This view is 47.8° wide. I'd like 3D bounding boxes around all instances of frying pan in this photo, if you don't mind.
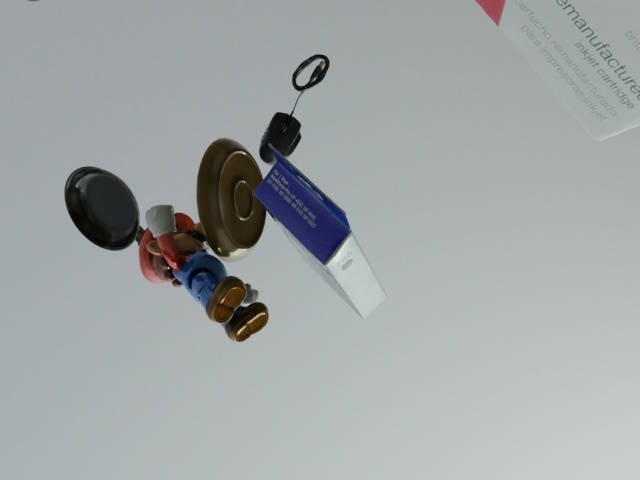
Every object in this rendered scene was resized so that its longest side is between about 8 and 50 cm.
[{"bbox_3d":[-0.407,-0.048,1.539,0.053,0.326,0.197,-47,-26,-54],"label":"frying pan"}]

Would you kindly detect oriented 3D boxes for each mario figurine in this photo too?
[{"bbox_3d":[-0.207,0.034,1.303,0.170,0.320,0.198,-18,-53,-34],"label":"mario figurine"}]

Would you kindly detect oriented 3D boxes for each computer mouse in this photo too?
[{"bbox_3d":[-0.052,-0.247,1.386,0.071,0.242,0.041,26,-157,-5],"label":"computer mouse"}]

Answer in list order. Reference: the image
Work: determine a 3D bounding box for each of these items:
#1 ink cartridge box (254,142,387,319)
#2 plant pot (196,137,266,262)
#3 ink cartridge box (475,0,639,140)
[{"bbox_3d":[0.000,0.000,1.073,0.065,0.165,0.333,-42,-27,-6],"label":"ink cartridge box"},{"bbox_3d":[-0.157,-0.077,1.362,0.236,0.032,0.237,-3,-90,-67],"label":"plant pot"},{"bbox_3d":[0.261,-0.262,0.441,0.279,0.384,0.160,46,-116,-10],"label":"ink cartridge box"}]
